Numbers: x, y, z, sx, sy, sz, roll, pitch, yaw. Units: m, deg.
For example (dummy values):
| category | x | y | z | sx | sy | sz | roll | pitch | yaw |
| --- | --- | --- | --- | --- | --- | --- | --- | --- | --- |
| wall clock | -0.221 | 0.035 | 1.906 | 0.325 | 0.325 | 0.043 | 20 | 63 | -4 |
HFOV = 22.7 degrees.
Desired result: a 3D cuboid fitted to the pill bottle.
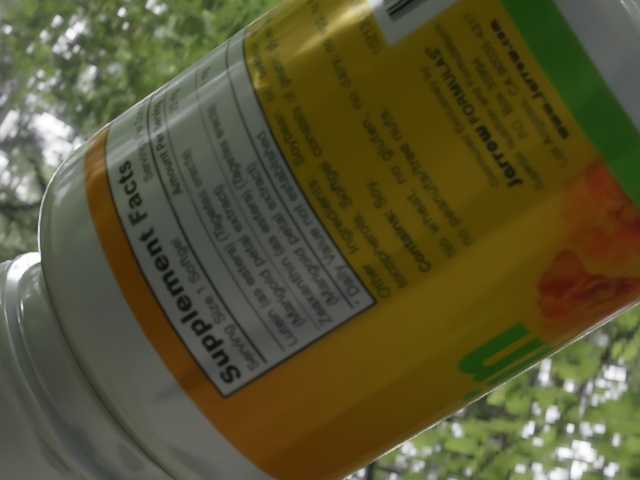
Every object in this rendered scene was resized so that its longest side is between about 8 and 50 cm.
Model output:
| category | x | y | z | sx | sy | sz | roll | pitch | yaw |
| --- | --- | --- | --- | --- | --- | --- | --- | --- | --- |
| pill bottle | 0.000 | 0.000 | 0.502 | 0.245 | 0.136 | 0.136 | -33 | -62 | 16 |
